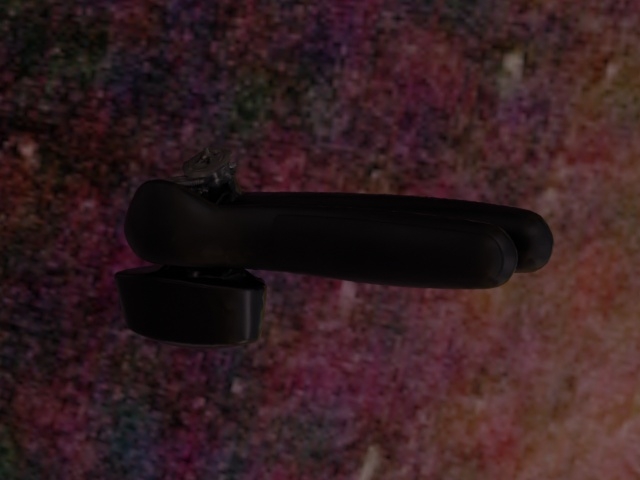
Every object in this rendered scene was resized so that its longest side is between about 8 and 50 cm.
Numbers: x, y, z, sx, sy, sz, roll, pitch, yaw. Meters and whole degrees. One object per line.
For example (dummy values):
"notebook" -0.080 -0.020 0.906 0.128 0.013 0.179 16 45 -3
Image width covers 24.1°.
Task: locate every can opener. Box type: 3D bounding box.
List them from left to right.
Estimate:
"can opener" 0.000 0.000 0.559 0.059 0.186 0.073 -34 117 -53
